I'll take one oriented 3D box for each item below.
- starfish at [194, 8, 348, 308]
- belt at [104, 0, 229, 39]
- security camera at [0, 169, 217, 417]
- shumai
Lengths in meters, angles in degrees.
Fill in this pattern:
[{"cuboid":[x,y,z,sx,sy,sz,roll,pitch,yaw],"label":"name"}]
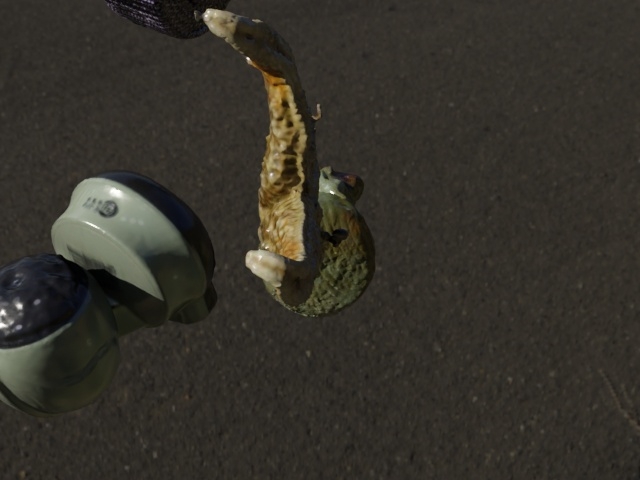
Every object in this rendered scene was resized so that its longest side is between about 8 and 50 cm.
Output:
[{"cuboid":[-0.017,-0.045,0.453,0.050,0.138,0.247,-13,6,-1],"label":"starfish"},{"cuboid":[-0.160,-0.377,1.012,0.122,0.325,0.260,21,72,10],"label":"belt"},{"cuboid":[-0.268,0.067,0.988,0.197,0.191,0.277,18,51,28],"label":"security camera"},{"cuboid":[0.000,0.000,1.694,0.222,0.271,0.203,25,20,-10],"label":"shumai"}]
